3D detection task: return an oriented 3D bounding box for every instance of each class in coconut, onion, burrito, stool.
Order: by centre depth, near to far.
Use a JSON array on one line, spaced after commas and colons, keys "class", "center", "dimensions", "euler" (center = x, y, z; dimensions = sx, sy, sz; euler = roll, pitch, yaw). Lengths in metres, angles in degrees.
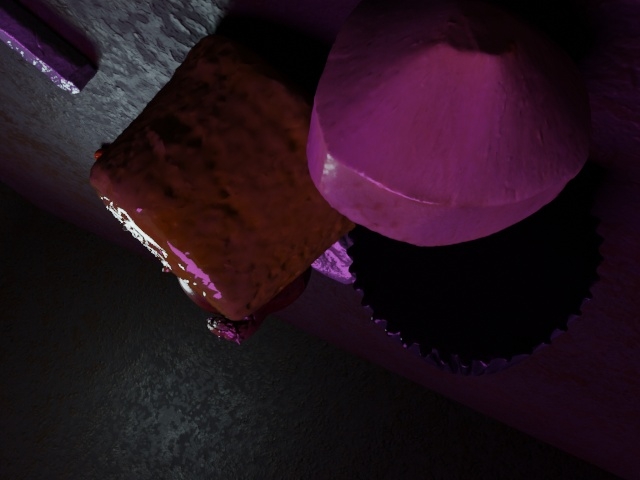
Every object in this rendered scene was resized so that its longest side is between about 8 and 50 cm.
[{"class": "coconut", "center": [0.112, -0.117, 0.515], "dimensions": [0.259, 0.259, 0.259], "euler": [24, 163, 8]}, {"class": "stool", "center": [0.215, 0.053, 0.802], "dimensions": [0.297, 0.297, 0.330], "euler": [20, 167, 21]}, {"class": "burrito", "center": [0.000, 0.000, 1.197], "dimensions": [0.228, 0.089, 0.144], "euler": [23, 120, -8]}, {"class": "onion", "center": [-0.189, 0.042, 1.355], "dimensions": [0.353, 0.354, 0.354], "euler": [24, 163, 8]}]

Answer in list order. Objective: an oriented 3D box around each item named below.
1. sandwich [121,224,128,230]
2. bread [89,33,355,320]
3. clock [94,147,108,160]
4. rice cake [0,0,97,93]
[{"class": "sandwich", "center": [-0.407, -0.049, 1.608], "dimensions": [0.212, 0.063, 0.245], "euler": [15, -163, 33]}, {"class": "bread", "center": [-0.130, -0.084, 0.796], "dimensions": [0.348, 0.307, 0.348], "euler": [45, 169, 11]}, {"class": "clock", "center": [-0.558, -0.196, 1.605], "dimensions": [0.205, 0.051, 0.205], "euler": [25, 164, 8]}, {"class": "rice cake", "center": [-0.520, -0.359, 1.027], "dimensions": [0.063, 0.069, 0.206], "euler": [7, 156, 49]}]
